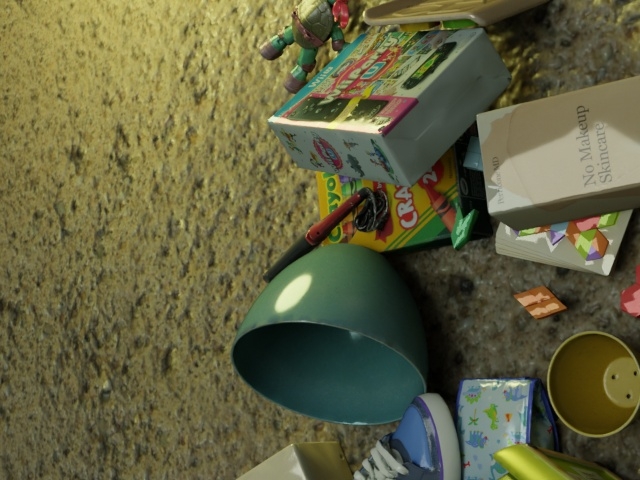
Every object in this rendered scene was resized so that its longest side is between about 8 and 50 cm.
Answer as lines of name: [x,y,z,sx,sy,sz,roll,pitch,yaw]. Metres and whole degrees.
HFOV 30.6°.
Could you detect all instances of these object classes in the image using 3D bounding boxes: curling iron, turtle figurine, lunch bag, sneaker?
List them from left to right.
curling iron: [0.000,0.000,1.800,0.274,0.035,0.068,-32,67,35]
turtle figurine: [0.001,-0.350,1.893,0.234,0.118,0.175,-41,61,38]
sneaker: [0.058,0.373,1.648,0.130,0.236,0.323,-130,42,-60]
lunch bag: [0.256,0.264,1.618,0.129,0.096,0.151,-7,91,41]

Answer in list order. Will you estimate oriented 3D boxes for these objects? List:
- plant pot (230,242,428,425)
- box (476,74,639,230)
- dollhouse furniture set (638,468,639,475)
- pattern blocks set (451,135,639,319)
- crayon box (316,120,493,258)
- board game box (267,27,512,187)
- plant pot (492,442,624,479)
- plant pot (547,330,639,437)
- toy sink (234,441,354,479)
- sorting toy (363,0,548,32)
plant pot: [0.030,0.120,1.741,0.290,0.290,0.195,-19,44,39]
box: [0.368,-0.115,1.481,0.311,0.121,0.148,-13,75,24]
dollhouse furniture set: [0.504,0.273,1.442,0.144,0.123,0.151,13,60,41]
pattern blocks set: [0.331,-0.034,1.572,0.324,0.026,0.285,3,84,28]
crayon box: [0.100,-0.075,1.796,0.318,0.081,0.202,-15,77,40]
board game box: [0.092,-0.197,1.678,0.224,0.097,0.303,-45,27,-18]
plant pot: [0.308,0.389,1.454,0.228,0.227,0.207,34,102,58]
plant pot: [0.377,0.185,1.516,0.134,0.095,0.134,-4,84,42]
toy sink: [-0.057,0.440,1.858,0.234,0.131,0.153,-38,62,27]
sorting toy: [0.196,-0.329,1.671,0.208,0.193,0.038,10,117,40]
